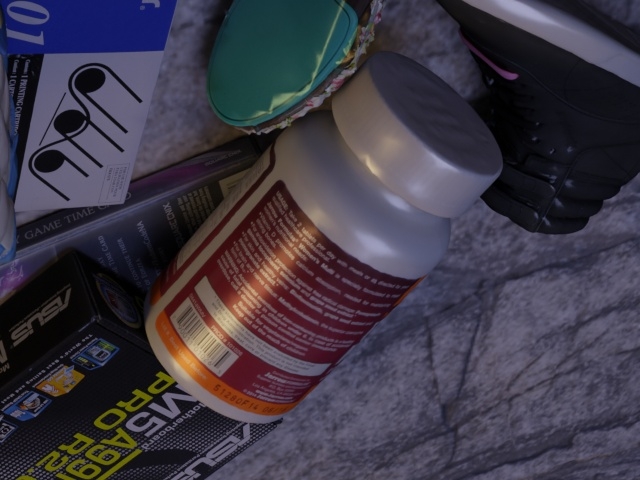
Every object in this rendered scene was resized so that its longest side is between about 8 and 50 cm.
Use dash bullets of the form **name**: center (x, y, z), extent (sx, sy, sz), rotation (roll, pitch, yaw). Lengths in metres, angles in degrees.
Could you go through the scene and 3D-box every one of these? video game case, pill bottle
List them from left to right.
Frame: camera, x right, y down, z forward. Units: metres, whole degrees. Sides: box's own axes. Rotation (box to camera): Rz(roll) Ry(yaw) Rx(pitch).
- **video game case**: center (-0.150, 0.050, 0.925), extent (0.274, 0.026, 0.196), rotation (-22, 142, -7)
- **pill bottle**: center (0.000, 0.000, 0.833), extent (0.121, 0.121, 0.221), rotation (16, 128, -42)

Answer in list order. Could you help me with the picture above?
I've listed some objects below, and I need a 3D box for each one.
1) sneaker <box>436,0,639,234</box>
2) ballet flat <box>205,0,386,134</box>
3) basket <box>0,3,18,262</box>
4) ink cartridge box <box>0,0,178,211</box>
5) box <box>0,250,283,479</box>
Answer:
- **sneaker**: center (0.130, -0.083, 0.875), extent (0.296, 0.104, 0.147), rotation (18, 118, -49)
- **ballet flat**: center (0.018, -0.154, 0.752), extent (0.077, 0.091, 0.241), rotation (-24, 155, -49)
- **basket**: center (-0.250, -0.074, 0.542), extent (0.254, 0.201, 0.289), rotation (-7, 167, -1)
- **ink cartridge box**: center (-0.136, -0.104, 0.737), extent (0.097, 0.046, 0.207), rotation (-5, 137, -29)
- **box**: center (-0.192, 0.144, 0.939), extent (0.270, 0.060, 0.216), rotation (-36, 142, 11)
